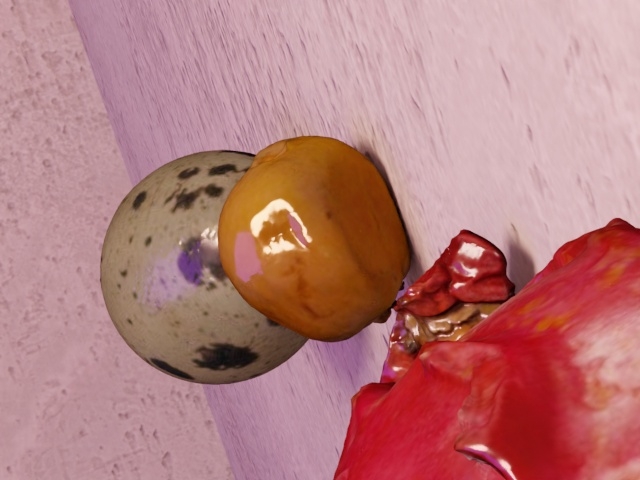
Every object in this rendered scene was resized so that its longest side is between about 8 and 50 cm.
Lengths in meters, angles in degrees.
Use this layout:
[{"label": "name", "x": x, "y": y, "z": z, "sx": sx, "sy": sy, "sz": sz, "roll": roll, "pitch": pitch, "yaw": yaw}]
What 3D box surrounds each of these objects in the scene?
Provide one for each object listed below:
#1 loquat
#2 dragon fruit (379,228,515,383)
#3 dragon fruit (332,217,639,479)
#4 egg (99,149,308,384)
[{"label": "loquat", "x": 0.000, "y": 0.000, "z": 1.113, "sx": 0.137, "sy": 0.113, "sz": 0.137, "roll": 48, "pitch": -163, "yaw": -20}, {"label": "dragon fruit", "x": 0.091, "y": 0.062, "z": 0.948, "sx": 0.092, "sy": 0.122, "sz": 0.192, "roll": 22, "pitch": 145, "yaw": 17}, {"label": "dragon fruit", "x": 0.107, "y": 0.194, "z": 0.645, "sx": 0.371, "sy": 0.249, "sz": 0.386, "roll": 94, "pitch": 156, "yaw": -76}, {"label": "egg", "x": -0.072, "y": 0.017, "z": 1.313, "sx": 0.177, "sy": 0.177, "sz": 0.228, "roll": 68, "pitch": 156, "yaw": 5}]
